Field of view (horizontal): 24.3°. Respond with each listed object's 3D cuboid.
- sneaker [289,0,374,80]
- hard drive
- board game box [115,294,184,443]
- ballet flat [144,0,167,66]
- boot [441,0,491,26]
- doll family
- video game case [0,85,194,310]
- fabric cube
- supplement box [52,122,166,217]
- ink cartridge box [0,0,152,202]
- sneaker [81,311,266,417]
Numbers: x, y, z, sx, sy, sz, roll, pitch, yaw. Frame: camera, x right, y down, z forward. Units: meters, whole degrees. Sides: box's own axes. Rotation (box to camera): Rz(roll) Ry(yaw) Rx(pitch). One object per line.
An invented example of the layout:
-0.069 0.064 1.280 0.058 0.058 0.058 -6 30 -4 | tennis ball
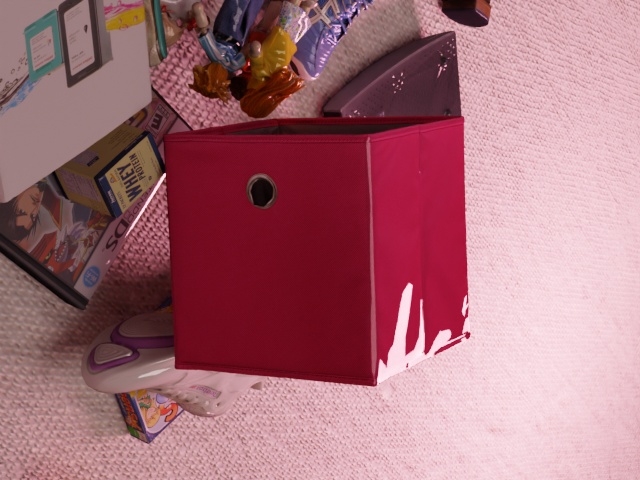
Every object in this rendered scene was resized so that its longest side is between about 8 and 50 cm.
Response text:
0.019 -0.298 1.848 0.080 0.081 0.211 13 97 -56 | sneaker
0.099 -0.172 2.035 0.255 0.054 0.172 -38 134 -36 | hard drive
-0.173 0.137 1.842 0.201 0.035 0.136 -43 136 -32 | board game box
-0.197 -0.270 1.598 0.057 0.052 0.168 28 58 -84 | ballet flat
0.181 -0.384 2.038 0.219 0.082 0.106 36 64 -60 | boot
-0.088 -0.231 1.708 0.263 0.118 0.163 29 83 -54 | doll family
-0.274 -0.091 1.604 0.248 0.035 0.275 -60 143 -14 | video game case
0.000 0.000 1.630 0.259 0.254 0.258 -17 107 -60 | fabric cube
-0.225 -0.079 1.572 0.083 0.083 0.056 -47 138 -28 | supplement box
-0.293 -0.218 1.331 0.197 0.198 0.270 -40 149 -33 | ink cartridge box
-0.153 0.153 1.747 0.305 0.114 0.152 -12 114 -49 | sneaker
